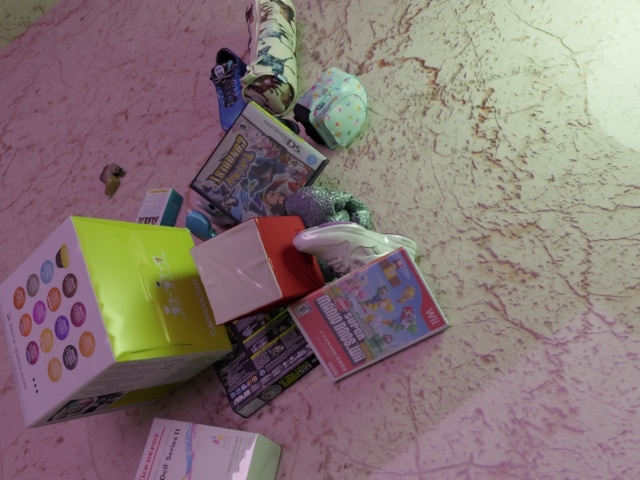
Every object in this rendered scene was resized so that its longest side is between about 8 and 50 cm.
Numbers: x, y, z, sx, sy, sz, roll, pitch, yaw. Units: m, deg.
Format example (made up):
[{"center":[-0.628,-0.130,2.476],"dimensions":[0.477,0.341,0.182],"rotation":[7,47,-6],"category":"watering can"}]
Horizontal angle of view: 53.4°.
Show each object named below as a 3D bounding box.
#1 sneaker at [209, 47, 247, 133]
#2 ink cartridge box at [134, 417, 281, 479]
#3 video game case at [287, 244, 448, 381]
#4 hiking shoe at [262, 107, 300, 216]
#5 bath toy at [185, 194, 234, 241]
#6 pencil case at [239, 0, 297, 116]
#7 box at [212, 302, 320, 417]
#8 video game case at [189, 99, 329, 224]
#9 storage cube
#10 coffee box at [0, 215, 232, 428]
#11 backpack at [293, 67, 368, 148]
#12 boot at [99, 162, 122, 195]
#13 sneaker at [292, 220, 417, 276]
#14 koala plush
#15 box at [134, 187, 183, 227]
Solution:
[{"center":[-0.286,-0.464,1.964],"dimensions":[0.130,0.147,0.330],"rotation":[-22,54,15],"category":"sneaker"},{"center":[-0.282,0.509,1.384],"dimensions":[0.354,0.119,0.207],"rotation":[-1,61,27],"category":"ink cartridge box"},{"center":[0.100,0.160,1.360],"dimensions":[0.285,0.204,0.025],"rotation":[-28,14,10],"category":"video game case"},{"center":[-0.127,-0.185,1.682],"dimensions":[0.113,0.132,0.304],"rotation":[-11,77,34],"category":"hiking shoe"},{"center":[-0.231,-0.150,1.759],"dimensions":[0.129,0.151,0.348],"rotation":[30,71,1],"category":"bath toy"},{"center":[-0.156,-0.581,1.945],"dimensions":[0.160,0.183,0.410],"rotation":[-16,55,20],"category":"pencil case"},{"center":[-0.125,0.249,1.499],"dimensions":[0.270,0.060,0.216],"rotation":[-38,50,2],"category":"box"},{"center":[-0.157,-0.169,1.612],"dimensions":[0.248,0.035,0.275],"rotation":[38,103,-2],"category":"video game case"},{"center":[-0.134,0.060,1.401],"dimensions":[0.215,0.193,0.183],"rotation":[-24,82,26],"category":"storage cube"},{"center":[-0.467,0.180,1.450],"dimensions":[0.334,0.338,0.337],"rotation":[-36,67,27],"category":"coffee box"},{"center":[0.043,-0.359,1.710],"dimensions":[0.144,0.166,0.188],"rotation":[26,78,40],"category":"backpack"},{"center":[-0.699,-0.201,2.097],"dimensions":[0.087,0.042,0.118],"rotation":[6,63,38],"category":"boot"},{"center":[0.084,0.045,1.381],"dimensions":[0.114,0.305,0.152],"rotation":[-23,60,60],"category":"sneaker"},{"center":[0.000,0.000,1.516],"dimensions":[0.196,0.203,0.221],"rotation":[-5,72,24],"category":"koala plush"},{"center":[-0.491,-0.036,1.867],"dimensions":[0.101,0.060,0.244],"rotation":[-1,61,28],"category":"box"}]
